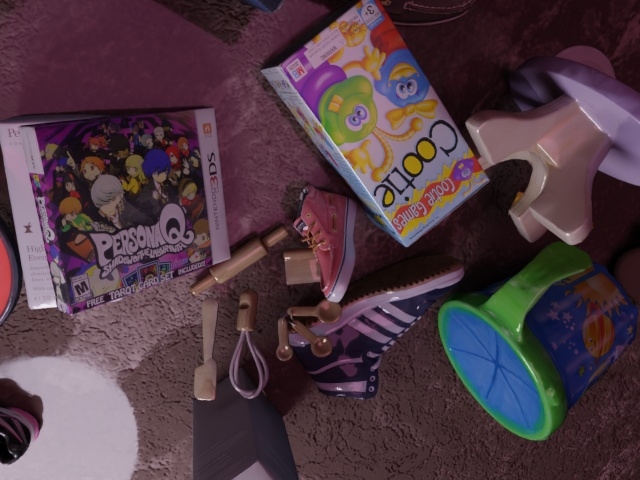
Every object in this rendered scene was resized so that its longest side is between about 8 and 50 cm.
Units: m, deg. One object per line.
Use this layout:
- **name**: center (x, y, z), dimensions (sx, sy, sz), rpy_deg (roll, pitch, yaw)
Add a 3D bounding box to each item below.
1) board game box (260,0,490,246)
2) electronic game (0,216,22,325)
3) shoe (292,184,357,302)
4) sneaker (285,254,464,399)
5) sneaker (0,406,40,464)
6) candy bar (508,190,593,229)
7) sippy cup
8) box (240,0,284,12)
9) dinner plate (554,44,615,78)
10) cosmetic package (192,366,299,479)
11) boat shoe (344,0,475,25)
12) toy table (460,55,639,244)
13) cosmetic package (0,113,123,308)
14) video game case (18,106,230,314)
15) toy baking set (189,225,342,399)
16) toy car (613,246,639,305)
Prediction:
- **board game box**: center (0.069, -0.152, 0.713), dimensions (0.142, 0.144, 0.275), rpy_deg (-39, 111, -1)
- **electronic game**: center (-0.479, 0.026, 0.662), dimensions (0.230, 0.048, 0.229), rpy_deg (0, 108, 1)
- **shoe**: center (0.000, 0.000, 0.738), dimensions (0.081, 0.177, 0.063), rpy_deg (19, 138, -14)
- **sneaker**: center (0.098, 0.135, 0.825), dimensions (0.282, 0.099, 0.153), rpy_deg (-23, 105, 1)
- **sneaker**: center (-0.473, 0.246, 0.733), dimensions (0.178, 0.077, 0.071), rpy_deg (25, 97, -18)
- **candy bar**: center (0.378, -0.036, 0.888), dimensions (0.162, 0.018, 0.040), rpy_deg (18, 104, -18)
- **sippy cup**: center (0.339, 0.141, 0.831), dimensions (0.224, 0.305, 0.240), rpy_deg (-28, 82, -16)
- **box**: center (-0.188, -0.401, 0.413), dimensions (0.396, 0.294, 0.211), rpy_deg (24, 100, -52)
- **dinner plate**: center (0.396, -0.226, 0.839), dimensions (0.141, 0.017, 0.141), rpy_deg (-4, 108, -14)
- **cosmetic package**: center (-0.104, 0.295, 0.753), dimensions (0.107, 0.238, 0.127), rpy_deg (-35, 108, -5)
- **boat shoe**: center (0.072, -0.344, 0.685), dimensions (0.305, 0.091, 0.109), rpy_deg (9, 103, -16)
- **toy table**: center (0.300, -0.116, 0.715), dimensions (0.161, 0.274, 0.252), rpy_deg (-41, 121, 4)
- **cosmetic package**: center (-0.314, -0.039, 0.686), dimensions (0.118, 0.085, 0.230), rpy_deg (-6, 108, -12)
- **video game case**: center (-0.218, -0.046, 0.663), dimensions (0.232, 0.042, 0.210), rpy_deg (-20, 113, -45)
- **toy baking set**: center (-0.089, 0.103, 0.760), dimensions (0.256, 0.030, 0.196), rpy_deg (-29, 76, -1)
- **toy car**: center (0.601, 0.082, 0.940), dimensions (0.188, 0.149, 0.155), rpy_deg (15, 107, -46)
